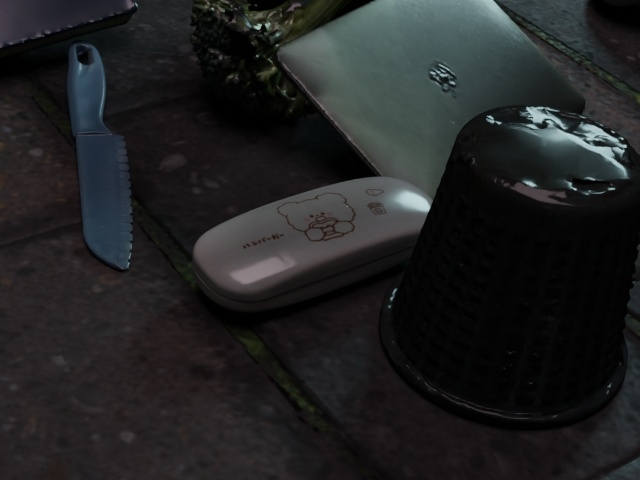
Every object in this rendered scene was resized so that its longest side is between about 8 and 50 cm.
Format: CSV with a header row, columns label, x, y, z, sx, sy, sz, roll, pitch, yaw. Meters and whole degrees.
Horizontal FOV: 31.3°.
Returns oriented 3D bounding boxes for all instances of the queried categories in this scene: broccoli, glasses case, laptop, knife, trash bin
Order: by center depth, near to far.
label,x,y,z,sx,sy,sz,roll,pitch,yaw
trash bin,0.134,0.004,0.741,0.175,0.161,0.175,6,36,-4
glasses case,0.000,0.000,0.812,0.193,0.049,0.074,-18,43,-30
knife,-0.178,-0.078,0.916,0.044,0.019,0.313,-1,40,-15
laptop,0.103,-0.136,0.978,0.188,0.015,0.269,48,49,9
broccoli,-0.021,-0.193,0.986,0.204,0.118,0.122,-40,49,-21

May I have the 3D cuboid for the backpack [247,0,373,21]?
label,x,y,z,sx,sy,sz,roll,pitch,yaw
backpack,0.022,-0.249,1.092,0.165,0.106,0.120,13,33,13

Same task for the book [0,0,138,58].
label,x,y,z,sx,sy,sz,roll,pitch,yaw
book,-0.407,-0.257,0.965,0.427,0.039,0.300,-25,78,-31

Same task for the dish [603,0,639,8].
label,x,y,z,sx,sy,sz,roll,pitch,yaw
dish,0.369,-0.273,1.213,0.141,0.078,0.141,-31,17,11
